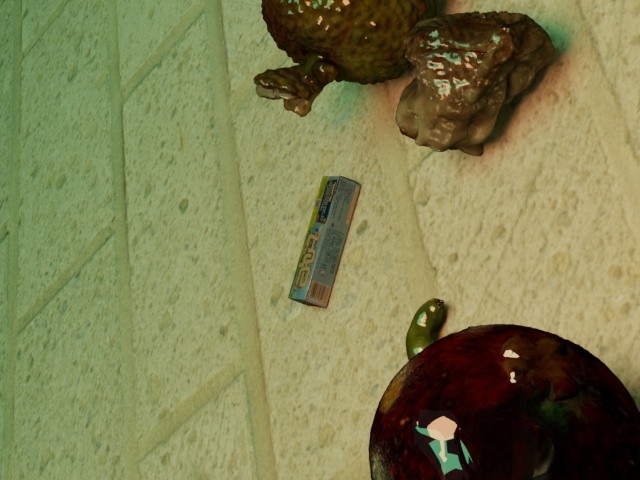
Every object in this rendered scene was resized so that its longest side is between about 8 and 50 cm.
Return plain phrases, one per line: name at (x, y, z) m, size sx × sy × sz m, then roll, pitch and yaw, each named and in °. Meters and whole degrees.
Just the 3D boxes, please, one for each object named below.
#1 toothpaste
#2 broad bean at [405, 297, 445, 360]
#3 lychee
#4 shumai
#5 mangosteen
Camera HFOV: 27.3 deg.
toothpaste at (0.000, 0.000, 1.957) m, size 0.070 × 0.044 × 0.193 m, roll 3°, pitch 74°, yaw 55°
broad bean at (0.144, 0.166, 1.654) m, size 0.070 × 0.048 × 0.214 m, roll -41°, pitch 39°, yaw 36°
lychee at (0.038, -0.341, 1.905) m, size 0.270 × 0.270 × 0.320 m, roll -28°, pitch 54°, yaw 45°
shumai at (0.205, -0.197, 1.712) m, size 0.218 × 0.184 × 0.186 m, roll 7°, pitch 113°, yaw 44°
mangosteen at (0.189, 0.237, 1.348) m, size 0.311 × 0.311 × 0.311 m, roll -31°, pitch 48°, yaw 42°
